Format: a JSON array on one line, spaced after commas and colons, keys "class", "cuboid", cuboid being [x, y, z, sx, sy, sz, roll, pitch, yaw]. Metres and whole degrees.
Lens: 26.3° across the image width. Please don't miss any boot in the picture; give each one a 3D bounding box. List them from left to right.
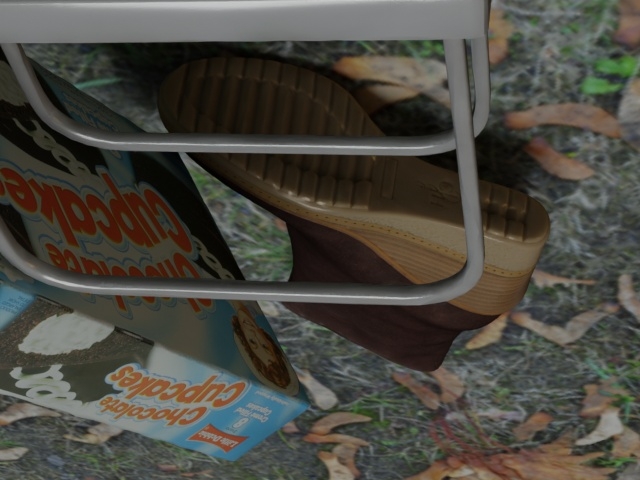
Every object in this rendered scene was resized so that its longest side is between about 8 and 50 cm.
[{"class": "boot", "cuboid": [0.000, 0.000, 0.846, 0.248, 0.090, 0.207, 23, 149, -6]}]

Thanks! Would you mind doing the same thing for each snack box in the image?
[{"class": "snack box", "cuboid": [-0.137, -0.014, 0.619, 0.060, 0.187, 0.322, -37, 150, 13]}]

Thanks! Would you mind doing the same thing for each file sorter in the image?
[{"class": "file sorter", "cuboid": [-0.024, -0.136, 0.504, 0.193, 0.277, 0.173, 2, 148, 11]}]
